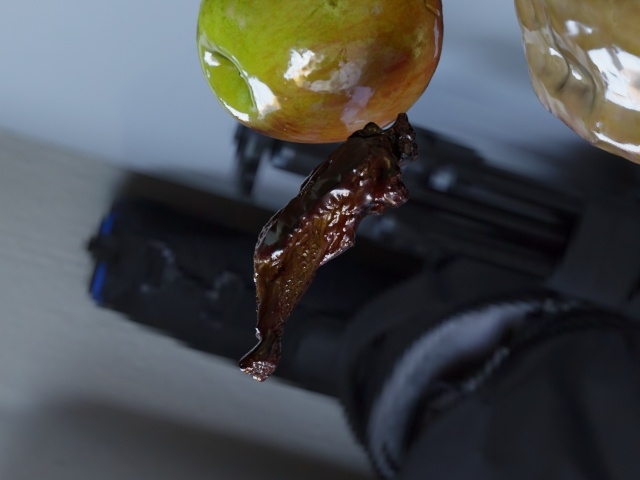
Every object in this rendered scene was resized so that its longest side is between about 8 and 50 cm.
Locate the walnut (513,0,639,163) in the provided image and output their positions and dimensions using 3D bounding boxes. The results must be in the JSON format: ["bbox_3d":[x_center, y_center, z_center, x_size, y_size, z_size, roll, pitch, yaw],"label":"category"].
[{"bbox_3d":[0.300,-0.177,1.382,0.306,0.306,0.344,-67,31,25],"label":"walnut"}]

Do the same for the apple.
[{"bbox_3d":[-0.005,-0.169,1.514,0.196,0.196,0.196,-164,90,-74],"label":"apple"}]

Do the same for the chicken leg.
[{"bbox_3d":[-0.003,-0.003,1.323,0.219,0.048,0.089,-51,36,-10],"label":"chicken leg"}]
